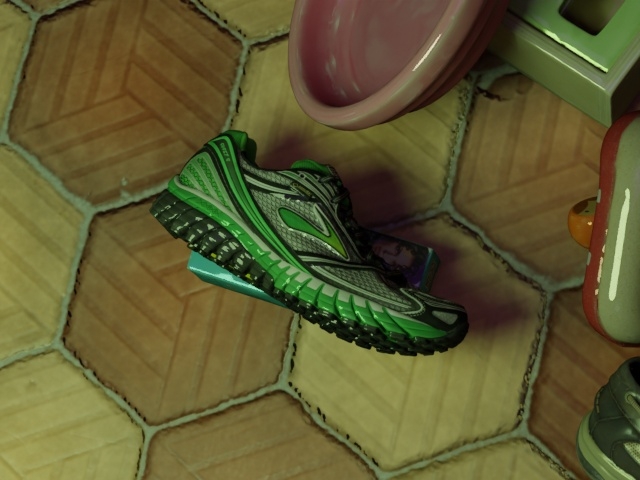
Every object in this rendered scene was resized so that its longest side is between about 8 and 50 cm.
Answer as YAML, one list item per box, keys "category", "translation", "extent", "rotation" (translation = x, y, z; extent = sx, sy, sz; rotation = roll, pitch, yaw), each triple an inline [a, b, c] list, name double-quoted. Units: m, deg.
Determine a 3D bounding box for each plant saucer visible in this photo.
- category: "plant saucer"
  translation: [0.092, -0.259, 1.613]
  extent: [0.084, 0.332, 0.332]
  rotation: [22, 79, -29]

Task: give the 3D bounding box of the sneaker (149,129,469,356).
- category: "sneaker"
  translation: [0.000, 0.000, 1.557]
  extent: [0.343, 0.134, 0.146]
  rotation: [31, 84, 17]

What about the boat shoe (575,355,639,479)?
- category: "boat shoe"
  translation: [0.397, 0.225, 1.447]
  extent: [0.355, 0.130, 0.132]
  rotation: [27, 40, 24]

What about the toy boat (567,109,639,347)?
- category: "toy boat"
  translation: [0.306, -0.015, 1.571]
  extent: [0.151, 0.151, 0.231]
  rotation: [15, 99, 53]

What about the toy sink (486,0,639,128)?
- category: "toy sink"
  translation: [0.247, -0.252, 1.633]
  extent: [0.234, 0.131, 0.153]
  rotation: [37, 86, 17]

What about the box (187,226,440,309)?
- category: "box"
  translation: [-0.007, 0.025, 1.655]
  extent: [0.244, 0.060, 0.100]
  rotation: [17, 81, 15]
